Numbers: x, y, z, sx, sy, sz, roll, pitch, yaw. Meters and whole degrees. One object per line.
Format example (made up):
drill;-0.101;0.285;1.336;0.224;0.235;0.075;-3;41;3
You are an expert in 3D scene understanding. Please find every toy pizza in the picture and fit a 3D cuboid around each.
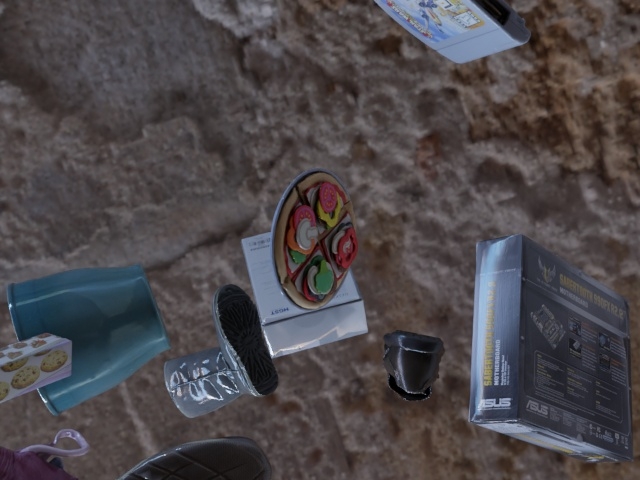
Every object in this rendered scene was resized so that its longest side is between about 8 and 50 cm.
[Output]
toy pizza;0.000;0.000;1.288;0.201;0.032;0.201;-13;-74;-54

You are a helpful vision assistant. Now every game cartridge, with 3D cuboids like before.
game cartridge;0.200;-0.418;1.606;0.297;0.062;0.198;34;158;-24

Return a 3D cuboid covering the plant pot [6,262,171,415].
plant pot;-0.440;0.168;1.810;0.271;0.255;0.272;159;90;-80

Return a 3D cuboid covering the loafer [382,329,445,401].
loafer;0.107;0.157;1.139;0.220;0.080;0.078;53;-131;-77

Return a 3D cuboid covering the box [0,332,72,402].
box;-0.517;0.216;1.402;0.324;0.063;0.067;-17;-66;-56

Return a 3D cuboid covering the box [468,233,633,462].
box;0.240;0.117;0.942;0.231;0.056;0.183;25;-118;-42

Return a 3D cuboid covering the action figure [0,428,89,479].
action figure;-0.694;0.491;1.994;0.370;0.276;0.248;42;165;-35

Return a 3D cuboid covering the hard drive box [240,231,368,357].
hard drive box;-0.033;0.080;1.673;0.232;0.181;0.089;-108;6;-48

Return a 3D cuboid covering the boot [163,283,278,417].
boot;-0.169;0.174;1.421;0.208;0.076;0.190;-18;89;50

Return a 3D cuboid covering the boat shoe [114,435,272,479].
boat shoe;-0.230;0.348;1.216;0.130;0.355;0.132;-91;-25;-85
